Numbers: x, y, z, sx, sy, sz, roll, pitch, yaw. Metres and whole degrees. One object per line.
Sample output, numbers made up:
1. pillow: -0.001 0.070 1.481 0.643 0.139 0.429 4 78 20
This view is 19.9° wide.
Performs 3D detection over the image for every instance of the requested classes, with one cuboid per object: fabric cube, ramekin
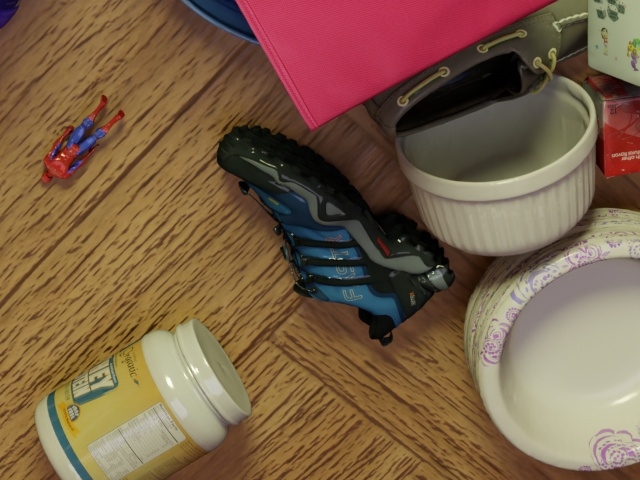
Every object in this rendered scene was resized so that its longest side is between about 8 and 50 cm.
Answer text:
1. fabric cube: 0.026 -0.305 1.597 0.258 0.259 0.254 -28 127 5
2. ramekin: 0.185 -0.075 1.868 0.207 0.207 0.109 -16 125 -1

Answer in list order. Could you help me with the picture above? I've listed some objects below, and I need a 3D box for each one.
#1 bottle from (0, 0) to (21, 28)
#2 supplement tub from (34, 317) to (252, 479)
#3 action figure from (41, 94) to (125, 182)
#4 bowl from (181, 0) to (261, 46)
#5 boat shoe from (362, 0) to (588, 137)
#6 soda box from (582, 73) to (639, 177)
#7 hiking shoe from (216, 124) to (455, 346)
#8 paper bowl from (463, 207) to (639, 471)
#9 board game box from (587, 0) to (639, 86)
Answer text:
1. bottle: -0.274 -0.332 1.715 0.092 0.118 0.283 33 108 -2
2. supplement tub: -0.189 0.186 1.961 0.199 0.144 0.144 -31 116 6
3. action figure: -0.249 -0.099 1.881 0.038 0.030 0.115 40 108 -18
4. bowl: 0.001 -0.374 1.763 0.391 0.077 0.391 -3 115 -7
5. boat shoe: 0.180 -0.182 1.835 0.305 0.091 0.109 -18 152 -15
6. soda box: 0.414 -0.138 1.935 0.263 0.083 0.092 -8 115 -5
7. hiking shoe: 0.000 0.000 1.919 0.304 0.113 0.132 35 105 -22
8. paper bowl: 0.297 0.098 1.993 0.284 0.148 0.284 -4 115 -8
9. board game box: 0.372 -0.327 1.786 0.224 0.097 0.303 -21 122 -30
